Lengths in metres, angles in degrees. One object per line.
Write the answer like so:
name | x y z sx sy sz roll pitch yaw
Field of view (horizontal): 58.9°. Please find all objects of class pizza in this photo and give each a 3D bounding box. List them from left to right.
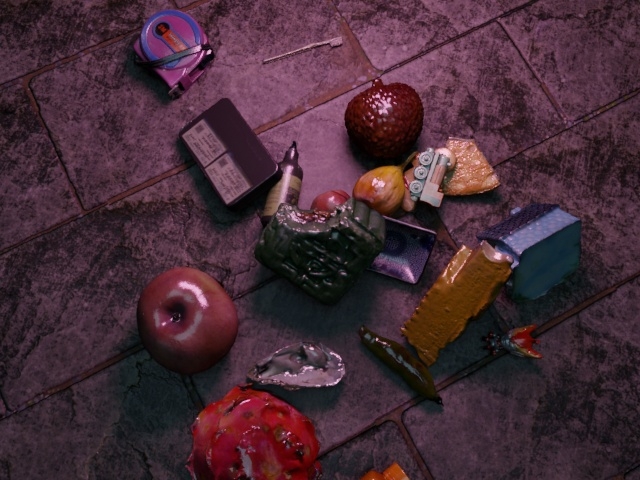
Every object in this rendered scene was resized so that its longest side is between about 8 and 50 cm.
pizza | 0.484 -0.232 1.840 0.204 0.080 0.188 6 91 10

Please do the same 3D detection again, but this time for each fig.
fig | 0.219 -0.190 1.783 0.159 0.159 0.257 42 82 8

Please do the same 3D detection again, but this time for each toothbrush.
toothbrush | -0.060 -0.657 1.956 0.294 0.026 0.028 -15 78 -5

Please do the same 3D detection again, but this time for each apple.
apple | -0.380 0.228 1.620 0.306 0.235 0.306 0 78 -1

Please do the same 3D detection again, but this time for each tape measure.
tape measure | -0.488 -0.627 1.879 0.245 0.149 0.231 -43 84 -4

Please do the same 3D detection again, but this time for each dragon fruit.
dragon fruit | -0.181 0.587 1.546 0.371 0.249 0.386 -12 79 -10

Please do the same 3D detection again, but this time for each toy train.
toy train | 0.344 -0.196 1.765 0.118 0.074 0.176 20 89 6

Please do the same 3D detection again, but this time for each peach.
peach | 0.049 -0.085 1.765 0.152 0.152 0.152 0 76 -2

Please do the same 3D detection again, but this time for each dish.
dish | 0.218 0.014 1.758 0.243 0.080 0.182 17 110 0

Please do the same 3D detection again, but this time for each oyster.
oyster | -0.065 0.386 1.668 0.252 0.087 0.199 -35 70 -17

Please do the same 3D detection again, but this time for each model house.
model house | 0.621 0.018 1.753 0.261 0.226 0.241 -27 41 -11

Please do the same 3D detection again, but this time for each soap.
soap | 0.380 0.186 1.622 0.169 0.304 0.339 35 78 10

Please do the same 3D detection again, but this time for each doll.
doll | 0.581 0.311 1.727 0.169 0.057 0.109 -6 59 10

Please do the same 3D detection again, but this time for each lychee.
lychee | 0.201 -0.382 1.790 0.260 0.260 0.260 0 76 -2

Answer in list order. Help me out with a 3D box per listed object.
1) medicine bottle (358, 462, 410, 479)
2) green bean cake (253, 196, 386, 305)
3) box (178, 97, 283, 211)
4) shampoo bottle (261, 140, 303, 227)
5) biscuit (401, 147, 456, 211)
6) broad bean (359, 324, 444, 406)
medicine bottle | 0.157 0.731 1.577 0.222 0.112 0.149 -37 80 -10
green bean cake | 0.000 0.000 1.639 0.308 0.169 0.300 33 114 -8
box | -0.288 -0.275 1.792 0.211 0.058 0.350 -36 68 3
shampoo bottle | -0.112 -0.173 1.796 0.101 0.101 0.284 11 76 1
biscuit | 0.332 -0.210 1.818 0.234 0.030 0.153 -36 80 13
broad bean | 0.250 0.371 1.695 0.339 0.061 0.077 42 90 8
